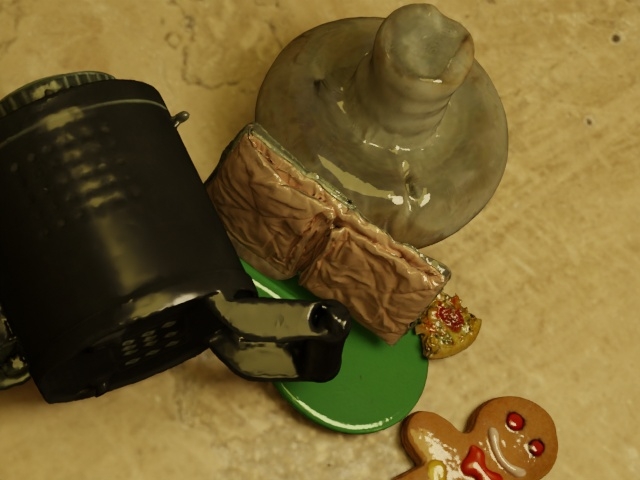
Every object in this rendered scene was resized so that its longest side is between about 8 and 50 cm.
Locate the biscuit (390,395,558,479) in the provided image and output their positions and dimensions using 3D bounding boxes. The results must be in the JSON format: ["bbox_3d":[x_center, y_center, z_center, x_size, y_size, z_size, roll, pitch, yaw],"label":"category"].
[{"bbox_3d":[0.126,0.231,1.413,0.250,0.036,0.165,-37,86,-25],"label":"biscuit"}]

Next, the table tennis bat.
[{"bbox_3d":[-0.014,0.076,1.425,0.257,0.039,0.160,34,60,-8],"label":"table tennis bat"}]

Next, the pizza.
[{"bbox_3d":[0.116,0.071,1.458,0.083,0.025,0.078,-32,88,-41],"label":"pizza"}]

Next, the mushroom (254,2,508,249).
[{"bbox_3d":[0.067,-0.115,1.413,0.243,0.243,0.243,6,70,-16],"label":"mushroom"}]

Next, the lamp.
[{"bbox_3d":[-0.177,-0.008,1.298,0.374,0.205,0.272,-6,74,-4],"label":"lamp"}]

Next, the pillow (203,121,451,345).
[{"bbox_3d":[0.000,0.000,1.368,0.232,0.126,0.043,36,52,-4],"label":"pillow"}]
